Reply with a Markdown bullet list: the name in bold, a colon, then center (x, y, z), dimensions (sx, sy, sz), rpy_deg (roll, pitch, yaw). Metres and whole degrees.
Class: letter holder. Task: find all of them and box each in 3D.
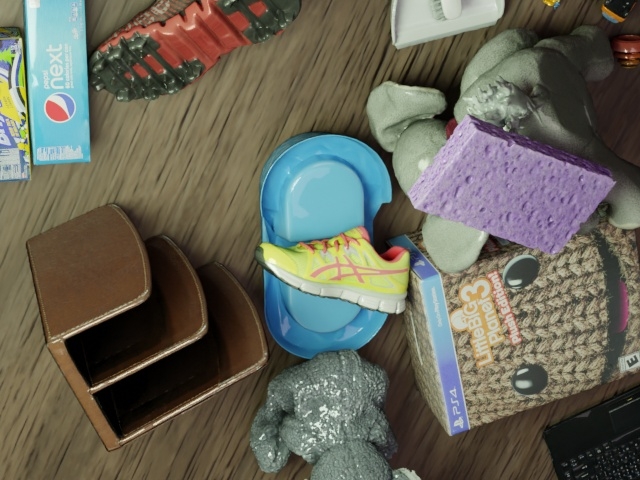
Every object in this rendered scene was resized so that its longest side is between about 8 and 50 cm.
- **letter holder**: center (-0.198, 0.067, 1.617), dimensions (0.214, 0.302, 0.152), rpy_deg (-27, 115, -5)

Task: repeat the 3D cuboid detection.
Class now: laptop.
- **laptop**: center (0.477, 0.354, 2.014), dimensions (0.234, 0.136, 0.264), rpy_deg (-24, 115, -6)

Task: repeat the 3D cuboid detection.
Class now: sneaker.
- **sneaker**: center (0.018, 0.022, 1.711), dimensions (0.208, 0.081, 0.094), rpy_deg (14, 99, -27)
- **sneaker**: center (-0.146, -0.255, 1.622), dimensions (0.276, 0.135, 0.097), rpy_deg (-25, 131, 20)

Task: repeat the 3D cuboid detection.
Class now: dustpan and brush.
- **dustpan and brush**: center (0.146, -0.337, 1.689), dimensions (0.147, 0.060, 0.211), rpy_deg (-15, 114, -10)

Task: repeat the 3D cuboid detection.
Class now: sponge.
- **sponge**: center (0.212, -0.058, 1.554), dimensions (0.210, 0.031, 0.117), rpy_deg (17, 123, -31)

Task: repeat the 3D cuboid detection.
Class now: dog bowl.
- **dog bowl**: center (0.000, 0.000, 1.775), dimensions (0.165, 0.074, 0.297), rpy_deg (-7, 113, -13)

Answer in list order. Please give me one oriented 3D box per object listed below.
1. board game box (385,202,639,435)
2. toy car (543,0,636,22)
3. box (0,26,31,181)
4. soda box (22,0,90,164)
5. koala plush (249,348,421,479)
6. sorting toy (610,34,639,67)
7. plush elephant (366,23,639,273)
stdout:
- **board game box**: center (0.259, 0.084, 1.843), dimensions (0.291, 0.141, 0.232), rpy_deg (-18, 114, -9)
- **toy car**: center (0.339, -0.307, 1.782), dimensions (0.122, 0.060, 0.040), rpy_deg (18, 150, -5)
- **box**: center (-0.364, -0.155, 1.617), dimensions (0.054, 0.059, 0.169), rpy_deg (-5, 112, -15)
- **soda box**: center (-0.301, -0.196, 1.612), dimensions (0.067, 0.071, 0.210), rpy_deg (-3, 112, -14)
- **koala plush**: center (0.027, 0.273, 1.774), dimensions (0.196, 0.221, 0.203), rpy_deg (-4, 141, -13)
- **sorting toy**: center (0.421, -0.240, 1.807), dimensions (0.102, 0.061, 0.042), rpy_deg (0, 113, 9)
- **plush elephant**: center (0.206, -0.109, 1.711), dimensions (0.330, 0.255, 0.272), rpy_deg (0, 70, -49)
